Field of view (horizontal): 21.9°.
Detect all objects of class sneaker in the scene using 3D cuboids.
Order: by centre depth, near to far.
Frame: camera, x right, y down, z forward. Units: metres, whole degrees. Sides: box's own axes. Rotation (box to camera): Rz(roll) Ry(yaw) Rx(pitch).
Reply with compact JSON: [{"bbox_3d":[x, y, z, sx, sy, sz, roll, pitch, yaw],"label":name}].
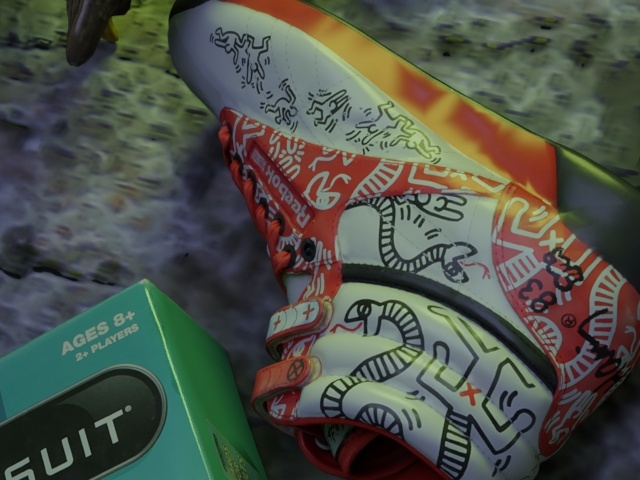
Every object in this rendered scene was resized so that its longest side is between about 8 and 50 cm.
[{"bbox_3d":[0.000,0.000,0.661,0.270,0.090,0.145,31,77,32],"label":"sneaker"}]

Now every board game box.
[{"bbox_3d":[-0.111,0.216,0.603,0.254,0.079,0.336,-29,56,8],"label":"board game box"}]

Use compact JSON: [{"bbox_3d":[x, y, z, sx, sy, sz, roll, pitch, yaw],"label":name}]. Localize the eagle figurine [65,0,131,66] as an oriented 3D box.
[{"bbox_3d":[-0.145,-0.189,0.763,0.298,0.226,0.225,39,124,42],"label":"eagle figurine"}]
